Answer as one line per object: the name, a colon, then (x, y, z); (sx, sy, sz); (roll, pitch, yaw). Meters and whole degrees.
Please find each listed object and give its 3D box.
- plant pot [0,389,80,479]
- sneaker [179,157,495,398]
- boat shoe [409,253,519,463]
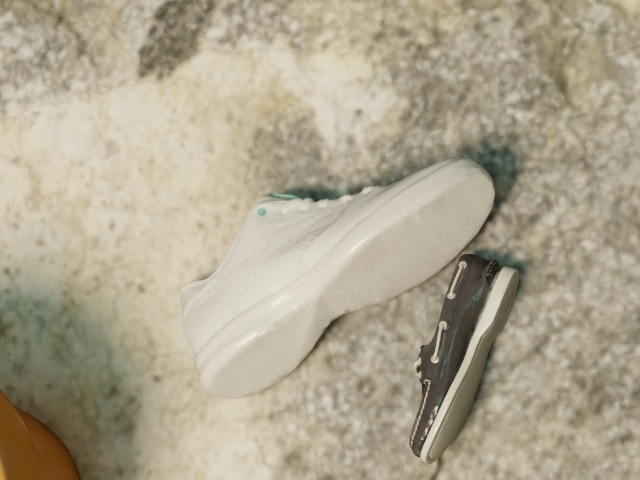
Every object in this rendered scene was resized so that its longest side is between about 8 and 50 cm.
plant pot: (-0.234, 0.160, 1.064); (0.205, 0.188, 0.205); (-2, 84, 17)
sneaker: (0.000, 0.000, 1.074); (0.212, 0.080, 0.094); (-34, 56, 13)
boat shoe: (0.076, 0.068, 1.055); (0.038, 0.046, 0.125); (21, 87, 19)
